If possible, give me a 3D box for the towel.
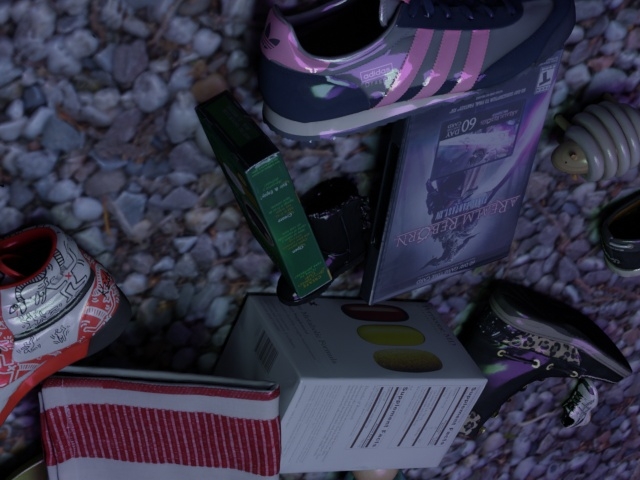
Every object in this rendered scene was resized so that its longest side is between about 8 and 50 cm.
[{"bbox_3d":[-0.160,0.260,1.576,0.237,0.037,0.329,4,129,1],"label":"towel"}]

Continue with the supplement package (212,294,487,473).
[{"bbox_3d":[0.028,0.153,1.656,0.244,0.139,0.134,3,126,-35],"label":"supplement package"}]

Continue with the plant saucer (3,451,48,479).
[{"bbox_3d":[-0.263,0.293,1.672,0.241,0.037,0.241,-16,133,-19],"label":"plant saucer"}]

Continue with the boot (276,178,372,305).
[{"bbox_3d":[0.000,0.000,1.565,0.121,0.045,0.099,-34,143,-20],"label":"boot"}]

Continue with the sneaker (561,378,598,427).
[{"bbox_3d":[0.327,0.209,1.969,0.037,0.032,0.083,-15,133,-21],"label":"sneaker"}]

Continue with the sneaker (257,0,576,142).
[{"bbox_3d":[0.093,-0.195,1.409,0.319,0.112,0.131,-23,139,-15],"label":"sneaker"}]

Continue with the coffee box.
[{"bbox_3d":[-0.052,-0.042,1.455,0.040,0.113,0.184,-31,136,-9],"label":"coffee box"}]

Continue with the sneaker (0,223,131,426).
[{"bbox_3d":[-0.316,0.095,1.428,0.270,0.090,0.145,-37,136,-4],"label":"sneaker"}]

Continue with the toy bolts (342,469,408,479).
[{"bbox_3d":[0.029,0.335,1.791,0.228,0.218,0.158,-31,134,-32],"label":"toy bolts"}]

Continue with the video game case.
[{"bbox_3d":[0.142,-0.069,1.594,0.196,0.026,0.274,-18,134,-31],"label":"video game case"}]

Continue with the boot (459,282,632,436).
[{"bbox_3d":[0.239,0.157,1.833,0.236,0.085,0.178,25,114,-36],"label":"boot"}]

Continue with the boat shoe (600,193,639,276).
[{"bbox_3d":[0.424,-0.044,1.770,0.233,0.084,0.079,-30,137,-2],"label":"boat shoe"}]

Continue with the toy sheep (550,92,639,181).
[{"bbox_3d":[0.302,-0.108,1.634,0.132,0.091,0.091,-28,137,-8],"label":"toy sheep"}]
